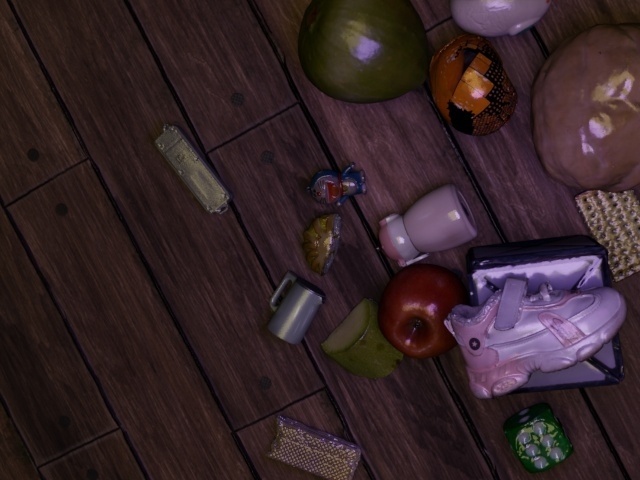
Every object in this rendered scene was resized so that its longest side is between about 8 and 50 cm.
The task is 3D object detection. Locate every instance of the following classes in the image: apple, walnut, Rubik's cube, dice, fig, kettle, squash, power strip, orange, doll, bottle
[{"bbox_3d":[0.245,0.167,1.837,0.218,0.201,0.218,7,113,18],"label":"apple"},{"bbox_3d":[0.630,-0.285,1.677,0.381,0.381,0.381,1,96,10],"label":"walnut"},{"bbox_3d":[0.491,0.153,1.752,0.310,0.307,0.305,-9,96,11],"label":"Rubik's cube"},{"bbox_3d":[0.525,0.477,1.866,0.131,0.120,0.128,-30,89,10],"label":"dice"},{"bbox_3d":[0.111,-0.448,1.783,0.316,0.316,0.316,1,96,10],"label":"fig"},{"bbox_3d":[-0.064,0.172,1.964,0.098,0.127,0.148,26,98,-26],"label":"kettle"},{"bbox_3d":[0.117,0.267,1.936,0.184,0.085,0.192,42,102,5],"label":"squash"},{"bbox_3d":[-0.323,-0.181,1.988,0.078,0.052,0.272,-39,89,11],"label":"power strip"},{"bbox_3d":[0.345,-0.353,1.764,0.182,0.234,0.234,-17,92,11],"label":"orange"},{"bbox_3d":[0.038,-0.135,1.914,0.152,0.085,0.114,-6,113,0],"label":"doll"},{"bbox_3d":[0.244,-0.028,1.861,0.236,0.147,0.147,-25,91,19],"label":"bottle"}]

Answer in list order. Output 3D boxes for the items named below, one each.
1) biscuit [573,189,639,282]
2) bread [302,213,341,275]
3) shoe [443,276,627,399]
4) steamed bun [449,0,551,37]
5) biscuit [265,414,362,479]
[{"bbox_3d":[0.709,-0.030,1.837,0.139,0.016,0.231,-28,90,11],"label":"biscuit"},{"bbox_3d":[0.000,0.000,1.940,0.094,0.083,0.157,30,101,18],"label":"bread"},{"bbox_3d":[0.415,0.161,1.522,0.351,0.172,0.198,-31,88,14],"label":"shoe"},{"bbox_3d":[0.412,-0.534,1.767,0.228,0.177,0.130,-6,121,10],"label":"steamed bun"},{"bbox_3d":[-0.017,0.543,1.999,0.239,0.062,0.108,19,97,7],"label":"biscuit"}]
